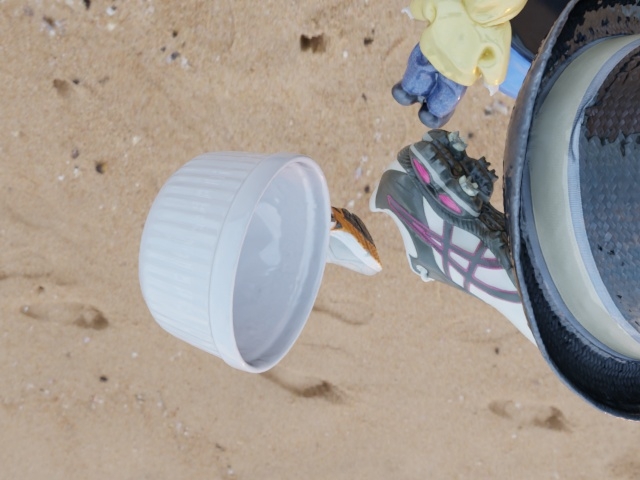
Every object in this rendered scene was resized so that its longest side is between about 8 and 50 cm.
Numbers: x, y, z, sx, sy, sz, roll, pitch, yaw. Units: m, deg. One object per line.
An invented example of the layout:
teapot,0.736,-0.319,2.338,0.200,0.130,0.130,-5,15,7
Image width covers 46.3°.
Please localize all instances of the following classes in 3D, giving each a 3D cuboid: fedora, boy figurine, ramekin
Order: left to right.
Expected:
ramekin,-0.079,0.011,0.710,0.109,0.207,0.207,14,129,21
boy figurine,0.192,-0.285,1.037,0.177,0.092,0.285,41,145,8
fedora,0.271,-0.022,0.463,0.334,0.334,0.152,48,158,-27

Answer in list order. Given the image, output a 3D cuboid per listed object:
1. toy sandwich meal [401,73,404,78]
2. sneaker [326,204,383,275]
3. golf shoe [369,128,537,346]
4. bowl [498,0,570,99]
toy sandwich meal,0.178,-0.278,1.392,0.085,0.085,0.029,38,90,-22
sneaker,0.000,0.000,1.266,0.121,0.099,0.262,-36,134,19
golf shoe,0.166,0.015,0.780,0.273,0.105,0.120,54,128,8
bowl,0.359,-0.403,1.165,0.391,0.391,0.077,27,161,-16
